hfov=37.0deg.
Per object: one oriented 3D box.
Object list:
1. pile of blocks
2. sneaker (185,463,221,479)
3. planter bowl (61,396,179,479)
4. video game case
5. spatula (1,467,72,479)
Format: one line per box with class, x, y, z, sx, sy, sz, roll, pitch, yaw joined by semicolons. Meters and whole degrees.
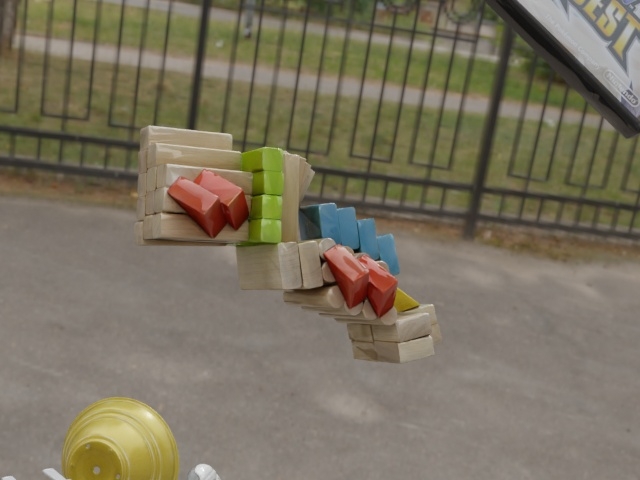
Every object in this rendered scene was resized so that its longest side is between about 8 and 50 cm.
pile of blocks;0.000;0.000;0.879;0.362;0.149;0.113;31;-18;-27
sneaker;-0.181;0.378;1.215;0.083;0.215;0.084;18;17;13
planter bowl;-0.351;0.372;1.575;0.217;0.217;0.090;14;0;15
video game case;0.224;-0.260;0.734;0.275;0.248;0.035;44;-8;-1
spatula;-0.425;0.353;1.353;0.168;0.019;0.242;-6;-4;-25
